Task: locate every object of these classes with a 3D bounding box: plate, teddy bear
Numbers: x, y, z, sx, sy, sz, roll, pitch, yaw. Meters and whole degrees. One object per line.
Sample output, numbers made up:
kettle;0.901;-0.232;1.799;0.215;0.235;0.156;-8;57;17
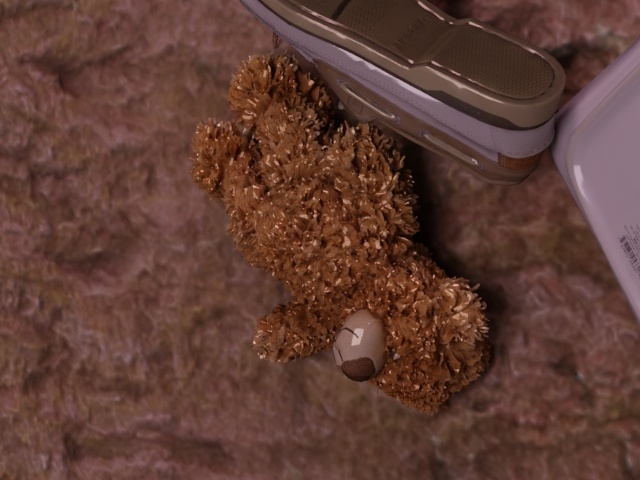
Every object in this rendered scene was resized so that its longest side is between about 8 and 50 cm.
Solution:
plate;0.271;-0.028;1.193;0.277;0.045;0.278;65;148;17
teddy bear;0.000;0.000;1.432;0.245;0.113;0.338;-31;78;38

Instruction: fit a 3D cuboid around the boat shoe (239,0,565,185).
boat shoe;0.046;-0.140;1.337;0.302;0.113;0.103;34;141;25

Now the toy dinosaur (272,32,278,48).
toy dinosaur;0.020;-0.221;1.411;0.212;0.064;0.112;-1;98;38
